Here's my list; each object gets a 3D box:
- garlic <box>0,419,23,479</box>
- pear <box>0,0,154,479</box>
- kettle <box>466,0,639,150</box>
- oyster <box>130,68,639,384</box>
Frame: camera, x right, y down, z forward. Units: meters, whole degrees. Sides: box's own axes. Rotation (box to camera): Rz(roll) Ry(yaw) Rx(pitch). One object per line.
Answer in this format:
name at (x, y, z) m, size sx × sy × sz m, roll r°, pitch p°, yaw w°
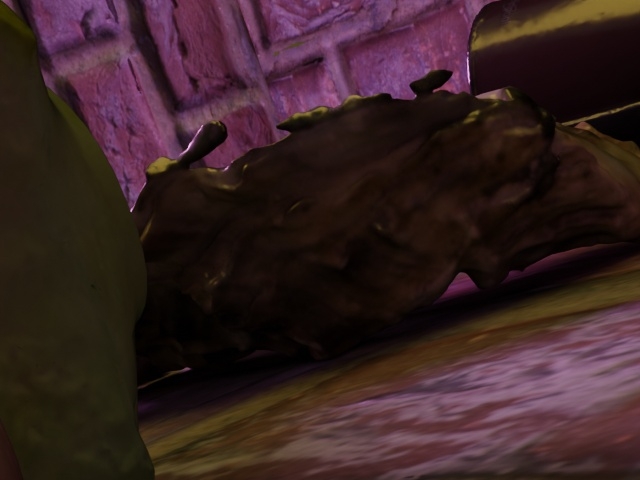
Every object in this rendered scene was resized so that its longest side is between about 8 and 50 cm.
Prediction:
garlic at (-0.158, 0.068, 0.286) m, size 0.227 × 0.152 × 0.228 m, roll -25°, pitch 2°, yaw 1°
pear at (-0.214, 0.004, 0.563) m, size 0.286 × 0.282 × 0.176 m, roll -20°, pitch 12°, yaw -23°
kettle at (0.218, -0.102, 1.092) m, size 0.232 × 0.144 × 0.202 m, roll -14°, pitch 25°, yaw 33°
oyster at (0.000, 0.002, 0.877) m, size 0.351 × 0.115 × 0.238 m, roll -14°, pitch -4°, yaw 11°
